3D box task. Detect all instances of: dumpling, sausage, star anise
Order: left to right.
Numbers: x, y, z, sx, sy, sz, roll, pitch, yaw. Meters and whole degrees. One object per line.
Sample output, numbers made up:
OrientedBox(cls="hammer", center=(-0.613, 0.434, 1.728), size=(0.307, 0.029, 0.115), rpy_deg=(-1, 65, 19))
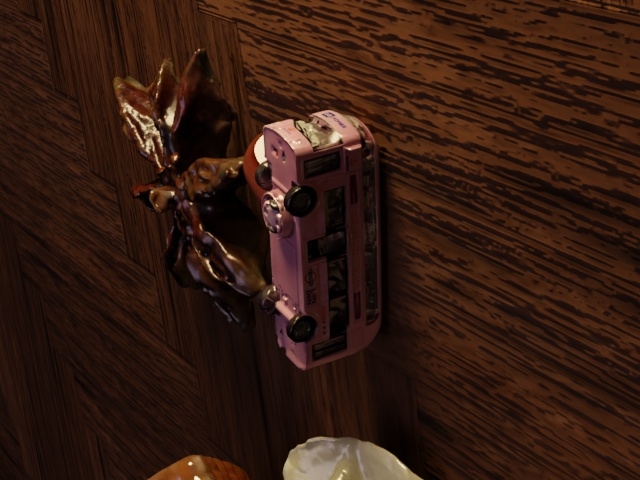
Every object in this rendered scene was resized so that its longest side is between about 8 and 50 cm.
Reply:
OrientedBox(cls="star anise", center=(-0.116, -0.054, 1.533), size=(0.288, 0.088, 0.288), rpy_deg=(44, 141, 51))
OrientedBox(cls="sausage", center=(-0.025, -0.047, 1.365), size=(0.094, 0.059, 0.054), rpy_deg=(55, 170, 30))
OrientedBox(cls="dumpling", center=(0.053, 0.258, 1.350), size=(0.151, 0.124, 0.229), rpy_deg=(-23, 90, 31))

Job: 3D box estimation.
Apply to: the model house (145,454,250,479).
OrientedBox(cls="model house", center=(-0.073, 0.314, 1.522), size=(0.295, 0.251, 0.329), rpy_deg=(62, 147, 28))

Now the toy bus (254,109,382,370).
OrientedBox(cls="toy bus", center=(0.000, 0.000, 1.300), size=(0.063, 0.090, 0.203), rpy_deg=(42, 143, 50))
